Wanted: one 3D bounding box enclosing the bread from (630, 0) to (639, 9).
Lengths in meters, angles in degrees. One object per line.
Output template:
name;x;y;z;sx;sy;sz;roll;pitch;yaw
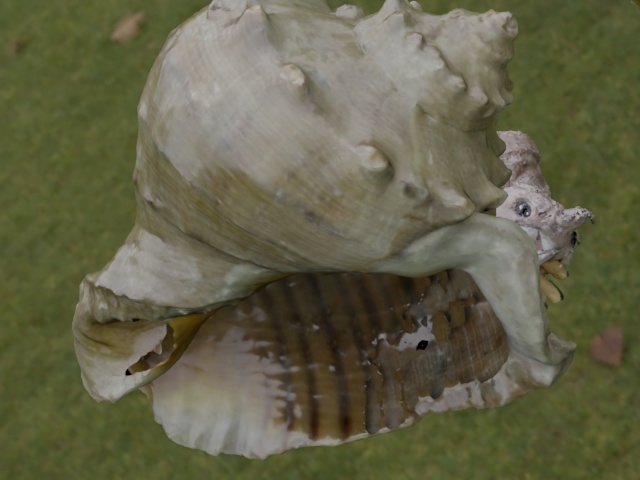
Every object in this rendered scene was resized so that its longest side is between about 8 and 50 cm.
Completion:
bread;0.198;-0.155;0.871;0.103;0.156;0.110;-38;70;23

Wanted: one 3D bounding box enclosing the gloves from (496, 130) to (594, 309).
gloves;0.151;-0.020;1.322;0.110;0.094;0.144;-46;48;15

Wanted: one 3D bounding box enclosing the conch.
conch;0.006;-0.008;0.862;0.324;0.263;0.186;-35;16;48
